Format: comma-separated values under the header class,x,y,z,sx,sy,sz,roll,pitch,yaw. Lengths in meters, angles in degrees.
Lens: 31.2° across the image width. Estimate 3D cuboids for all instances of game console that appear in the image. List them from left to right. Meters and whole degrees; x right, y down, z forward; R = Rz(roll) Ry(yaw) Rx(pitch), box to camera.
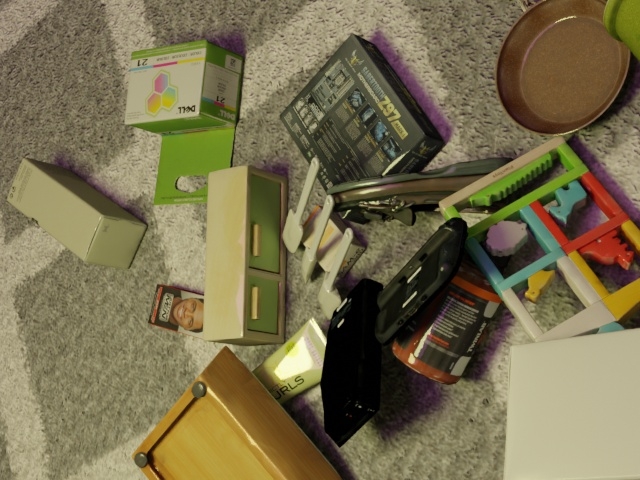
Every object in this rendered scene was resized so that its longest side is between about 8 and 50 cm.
class,x,y,z,sx,sy,sz,roll,pitch,yaw
game console,0.092,0.111,1.531,0.361,0.043,0.213,-52,25,44

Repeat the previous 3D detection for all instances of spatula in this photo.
class,x,y,z,sx,sy,sz,roll,pitch,yaw
spatula,0.000,0.000,1.672,0.242,0.019,0.168,112,138,-57

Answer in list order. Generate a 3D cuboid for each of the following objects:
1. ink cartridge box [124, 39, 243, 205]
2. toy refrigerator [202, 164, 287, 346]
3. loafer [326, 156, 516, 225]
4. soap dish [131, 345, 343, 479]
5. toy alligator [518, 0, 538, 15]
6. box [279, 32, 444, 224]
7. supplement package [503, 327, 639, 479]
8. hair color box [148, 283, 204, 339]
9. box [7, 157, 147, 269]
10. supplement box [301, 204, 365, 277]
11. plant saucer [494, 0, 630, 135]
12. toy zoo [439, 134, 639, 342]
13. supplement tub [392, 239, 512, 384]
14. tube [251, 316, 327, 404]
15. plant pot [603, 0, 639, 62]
class,x,y,z,sx,sy,sz,roll,pitch,yaw
ink cartridge box,-0.240,-0.196,1.950,0.188,0.097,0.255,-1,79,39
toy refrigerator,-0.114,0.026,1.798,0.094,0.102,0.270,-7,76,38
loafer,0.139,-0.056,1.587,0.267,0.096,0.084,-9,89,17
soap dish,-0.129,0.340,1.691,0.291,0.118,0.229,47,111,17
toy alligator,0.245,-0.377,1.630,0.190,0.056,0.051,58,157,20
box,0.057,-0.169,1.728,0.183,0.059,0.233,-47,55,23
supplement package,0.378,0.207,1.294,0.292,0.177,0.175,-13,59,36
hair color box,-0.219,0.120,1.901,0.141,0.043,0.072,10,86,39
box,-0.446,-0.051,2.078,0.275,0.113,0.094,33,102,40
supplement box,0.015,0.001,1.741,0.062,0.036,0.098,-53,52,19
plant saucer,0.329,-0.233,1.537,0.198,0.036,0.199,-10,74,38
toy zoo,0.305,0.017,1.447,0.192,0.030,0.293,-29,59,-5
supplement tub,0.183,0.088,1.543,0.106,0.106,0.198,35,103,38
tube,-0.074,0.217,1.754,0.240,0.070,0.062,-37,29,25
plant pot,0.546,-0.190,1.184,0.366,0.366,0.353,-38,72,27
